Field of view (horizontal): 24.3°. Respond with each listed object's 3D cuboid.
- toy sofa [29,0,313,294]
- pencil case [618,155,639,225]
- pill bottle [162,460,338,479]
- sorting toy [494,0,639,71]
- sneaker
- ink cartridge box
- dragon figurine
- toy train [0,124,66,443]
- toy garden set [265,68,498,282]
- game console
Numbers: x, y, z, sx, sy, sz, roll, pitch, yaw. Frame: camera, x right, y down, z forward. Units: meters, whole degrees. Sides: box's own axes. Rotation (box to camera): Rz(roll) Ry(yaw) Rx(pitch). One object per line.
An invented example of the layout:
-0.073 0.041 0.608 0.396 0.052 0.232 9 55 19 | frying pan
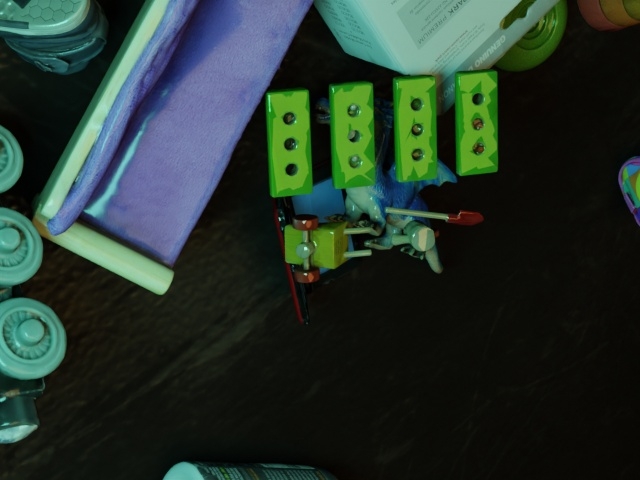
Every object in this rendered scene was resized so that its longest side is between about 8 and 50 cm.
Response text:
-0.132 -0.140 1.433 0.150 0.177 0.363 28 91 -16 | toy sofa
0.496 -0.086 1.917 0.236 0.104 0.104 -14 114 -27 | pencil case
-0.056 0.320 1.699 0.245 0.130 0.130 8 103 -33 | pill bottle
0.282 -0.252 1.704 0.365 0.126 0.127 -22 118 -25 | sorting toy
-0.307 -0.214 1.377 0.226 0.163 0.086 12 86 6 | sneaker
0.132 -0.334 1.577 0.309 0.130 0.272 -44 126 -11 | ink cartridge box
0.092 -0.061 1.669 0.289 0.085 0.144 30 78 -42 | dragon figurine
-0.352 0.027 1.329 0.190 0.142 0.334 -6 71 -34 | toy train
0.063 -0.070 1.553 0.244 0.049 0.204 -7 107 -14 | toy garden set
0.000 0.000 1.648 0.085 0.124 0.144 -12 116 1 | game console
